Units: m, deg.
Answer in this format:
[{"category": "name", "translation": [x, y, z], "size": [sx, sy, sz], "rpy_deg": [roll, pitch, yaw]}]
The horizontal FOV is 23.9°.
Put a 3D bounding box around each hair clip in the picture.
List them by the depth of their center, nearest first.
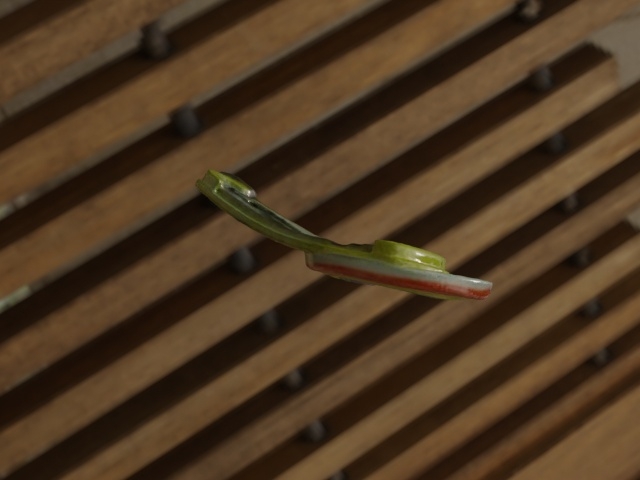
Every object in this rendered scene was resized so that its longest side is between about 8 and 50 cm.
[{"category": "hair clip", "translation": [0.000, 0.000, 0.803], "size": [0.188, 0.033, 0.060], "rpy_deg": [22, 3, 38]}]
